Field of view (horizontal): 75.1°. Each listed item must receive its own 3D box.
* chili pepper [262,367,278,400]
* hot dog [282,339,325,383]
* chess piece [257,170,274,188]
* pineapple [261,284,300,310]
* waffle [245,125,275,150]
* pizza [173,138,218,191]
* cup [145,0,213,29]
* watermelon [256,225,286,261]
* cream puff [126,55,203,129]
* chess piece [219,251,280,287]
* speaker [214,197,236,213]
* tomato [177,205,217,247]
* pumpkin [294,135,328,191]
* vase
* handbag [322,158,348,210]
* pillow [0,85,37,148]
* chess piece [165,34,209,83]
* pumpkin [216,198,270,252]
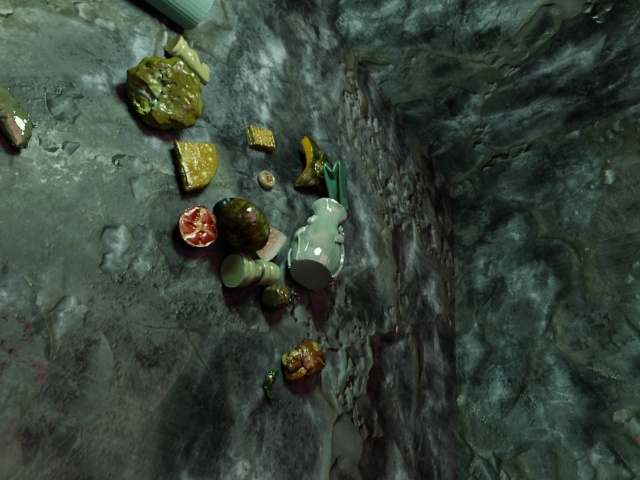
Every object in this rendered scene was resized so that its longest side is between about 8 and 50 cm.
[{"bbox_3d":[-0.185,0.528,1.541,0.055,0.035,0.118,23,49,-23],"label":"chili pepper"},{"bbox_3d":[-0.059,0.484,1.665,0.213,0.103,0.146,-14,83,-52],"label":"hot dog"},{"bbox_3d":[-0.247,-0.277,1.895,0.083,0.038,0.084,28,52,-43],"label":"chess piece"},{"bbox_3d":[-0.155,0.227,1.700,0.197,0.108,0.108,2,69,-64],"label":"pineapple"},{"bbox_3d":[-0.281,-0.480,1.957,0.148,0.042,0.102,-1,70,-52],"label":"waffle"},{"bbox_3d":[-0.488,-0.301,1.590,0.197,0.058,0.292,39,42,-31],"label":"pizza"},{"bbox_3d":[-0.632,-1.059,1.702,0.311,0.331,0.257,25,87,-45],"label":"cup"},{"bbox_3d":[-0.273,-0.026,1.703,0.241,0.094,0.154,46,50,-24],"label":"watermelon"},{"bbox_3d":[-0.572,-0.538,1.533,0.282,0.185,0.282,-8,108,-25],"label":"cream puff"},{"bbox_3d":[-0.254,0.120,1.607,0.243,0.133,0.133,12,62,-55],"label":"chess piece"},{"bbox_3d":[-0.362,-0.133,1.637,0.094,0.060,0.075,-39,106,-19],"label":"speaker"},{"bbox_3d":[-0.449,-0.042,1.486,0.155,0.069,0.155,14,69,-42],"label":"tomato"},{"bbox_3d":[-0.028,-0.368,2.173,0.258,0.095,0.290,32,57,-54],"label":"pumpkin"},{"bbox_3d":[0.000,0.000,1.907,0.250,0.250,0.445,46,37,-26],"label":"vase"},{"bbox_3d":[0.081,-0.281,2.178,0.269,0.100,0.274,-34,120,-77],"label":"handbag"},{"bbox_3d":[-0.868,-0.365,1.149,0.241,0.051,0.093,59,42,-9],"label":"pillow"},{"bbox_3d":[-0.547,-0.758,1.756,0.200,0.090,0.090,40,43,-48],"label":"chess piece"},{"bbox_3d":[-0.274,-0.058,1.535,0.162,0.219,0.219,-39,104,-35],"label":"pumpkin"}]
